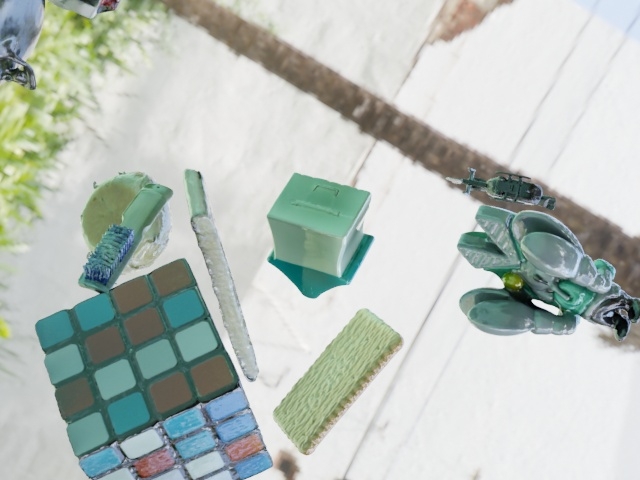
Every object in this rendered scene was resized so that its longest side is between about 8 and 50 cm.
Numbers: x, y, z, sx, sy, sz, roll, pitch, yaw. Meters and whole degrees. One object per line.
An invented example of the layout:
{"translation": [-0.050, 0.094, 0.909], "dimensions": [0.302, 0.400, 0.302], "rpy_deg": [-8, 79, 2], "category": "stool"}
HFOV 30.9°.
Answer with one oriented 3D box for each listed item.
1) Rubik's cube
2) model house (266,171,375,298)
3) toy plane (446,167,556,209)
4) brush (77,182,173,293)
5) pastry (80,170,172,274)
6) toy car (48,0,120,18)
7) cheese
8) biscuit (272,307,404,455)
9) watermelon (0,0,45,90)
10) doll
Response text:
{"translation": [-0.147, 0.139, 1.036], "dimensions": [0.151, 0.154, 0.155], "rpy_deg": [-25, -128, -7], "category": "Rubik's cube"}
{"translation": [0.000, 0.000, 1.602], "dimensions": [0.149, 0.127, 0.100], "rpy_deg": [89, 24, -43], "category": "model house"}
{"translation": [0.315, -0.091, 2.052], "dimensions": [0.078, 0.197, 0.053], "rpy_deg": [23, 80, -68], "category": "toy plane"}
{"translation": [-0.185, -0.012, 1.110], "dimensions": [0.178, 0.033, 0.030], "rpy_deg": [-67, 162, -52], "category": "brush"}
{"translation": [-0.294, -0.029, 1.771], "dimensions": [0.166, 0.166, 0.088], "rpy_deg": [-59, 151, 7], "category": "pastry"}
{"translation": [-0.350, -0.410, 1.445], "dimensions": [0.193, 0.301, 0.118], "rpy_deg": [-53, -176, 30], "category": "toy car"}
{"translation": [-0.127, 0.056, 1.517], "dimensions": [0.400, 0.034, 0.085], "rpy_deg": [81, -6, -53], "category": "cheese"}
{"translation": [0.028, 0.230, 1.909], "dimensions": [0.249, 0.030, 0.160], "rpy_deg": [-50, -152, -3], "category": "biscuit"}
{"translation": [-0.464, -0.293, 1.304], "dimensions": [0.279, 0.359, 0.279], "rpy_deg": [-51, 168, -15], "category": "watermelon"}
{"translation": [0.310, 0.042, 1.569], "dimensions": [0.153, 0.258, 0.195], "rpy_deg": [-55, 148, -61], "category": "doll"}
